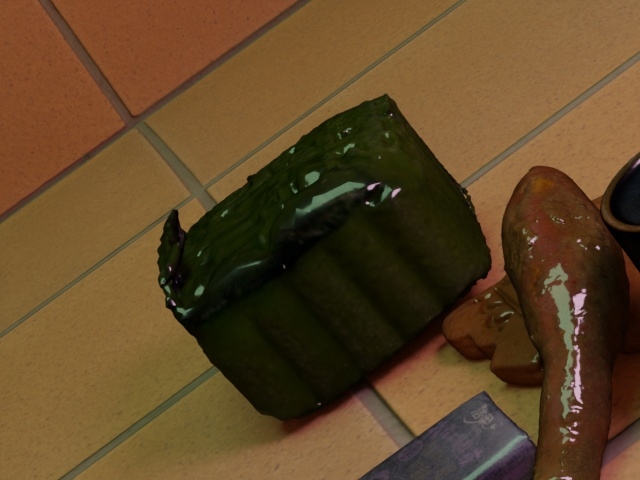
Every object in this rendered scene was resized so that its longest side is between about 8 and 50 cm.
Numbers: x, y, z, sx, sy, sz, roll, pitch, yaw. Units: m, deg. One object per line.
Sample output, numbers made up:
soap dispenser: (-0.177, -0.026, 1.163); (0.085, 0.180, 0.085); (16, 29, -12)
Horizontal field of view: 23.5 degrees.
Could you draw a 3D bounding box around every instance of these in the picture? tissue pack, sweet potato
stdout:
tissue pack: (0.108, 0.205, 1.322); (0.156, 0.051, 0.112); (-36, 23, -3)
sweet potato: (0.215, 0.069, 1.317); (0.109, 0.109, 0.385); (-26, 39, 23)

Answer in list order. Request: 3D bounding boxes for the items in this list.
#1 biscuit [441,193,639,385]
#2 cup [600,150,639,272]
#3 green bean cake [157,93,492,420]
biscuit: (0.260, 0.025, 1.495); (0.284, 0.043, 0.306); (-10, 32, 49)
cup: (0.313, 0.032, 1.206); (0.239, 0.177, 0.166); (-45, 23, -27)
green bean cake: (0.000, 0.000, 1.686); (0.319, 0.218, 0.335); (-38, 21, 6)
